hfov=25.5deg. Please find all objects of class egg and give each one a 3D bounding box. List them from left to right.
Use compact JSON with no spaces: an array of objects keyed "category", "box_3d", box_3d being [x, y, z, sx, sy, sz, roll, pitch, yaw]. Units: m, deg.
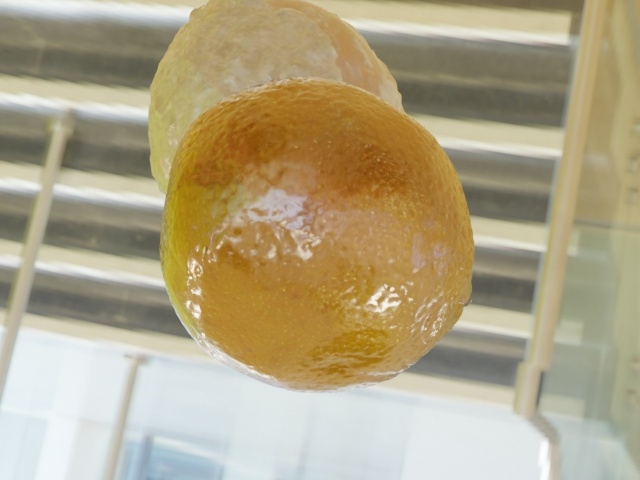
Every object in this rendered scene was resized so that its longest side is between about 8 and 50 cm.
[{"category":"egg","box_3d":[-0.045,-0.100,1.400,0.279,0.310,0.279,-7,-174,1]}]

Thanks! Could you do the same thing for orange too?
[{"category":"orange","box_3d":[0.000,0.000,1.126,0.264,0.264,0.264,11,167,2]}]
